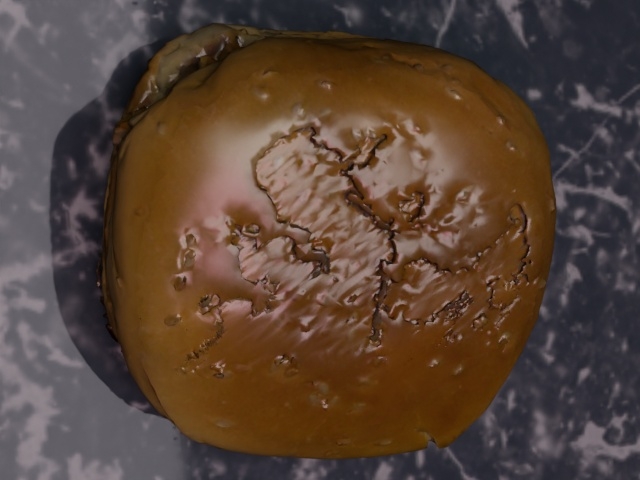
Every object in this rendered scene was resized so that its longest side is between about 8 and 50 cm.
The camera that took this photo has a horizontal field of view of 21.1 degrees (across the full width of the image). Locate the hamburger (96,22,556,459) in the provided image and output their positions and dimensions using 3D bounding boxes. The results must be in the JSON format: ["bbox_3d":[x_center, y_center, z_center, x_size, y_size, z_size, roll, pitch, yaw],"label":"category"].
[{"bbox_3d":[0.006,0.004,1.158,0.304,0.174,0.284,2,103,-13],"label":"hamburger"}]
